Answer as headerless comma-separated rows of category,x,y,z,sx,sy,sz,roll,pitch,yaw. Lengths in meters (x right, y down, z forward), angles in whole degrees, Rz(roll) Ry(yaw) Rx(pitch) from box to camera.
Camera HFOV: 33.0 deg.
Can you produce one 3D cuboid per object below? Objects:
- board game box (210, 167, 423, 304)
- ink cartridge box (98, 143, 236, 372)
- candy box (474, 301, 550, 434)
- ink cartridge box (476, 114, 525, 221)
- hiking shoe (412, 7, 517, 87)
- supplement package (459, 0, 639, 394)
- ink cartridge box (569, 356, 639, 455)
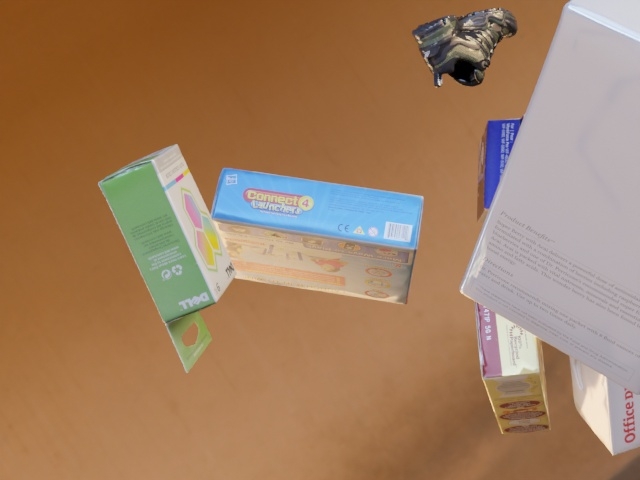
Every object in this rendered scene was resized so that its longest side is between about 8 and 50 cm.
board game box,0.000,0.000,1.715,0.308,0.086,0.302,9,-18,4
ink cartridge box,-0.139,0.015,1.089,0.062,0.209,0.109,-21,10,11
candy box,0.298,0.172,1.674,0.088,0.183,0.316,-7,-26,11
ink cartridge box,0.329,-0.126,1.995,0.065,0.165,0.332,2,-5,4
hiking shoe,0.236,-0.302,1.716,0.227,0.114,0.086,-19,9,-40
supplement package,0.256,-0.061,0.848,0.175,0.177,0.293,-44,-22,-41
ink cartridge box,0.508,0.160,1.531,0.283,0.207,0.117,-18,32,-6
